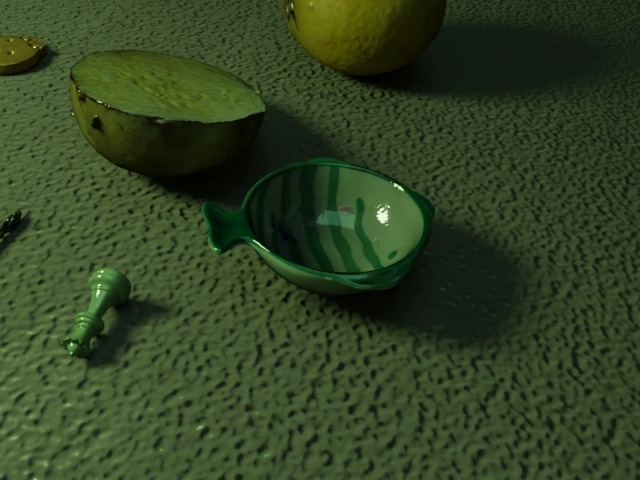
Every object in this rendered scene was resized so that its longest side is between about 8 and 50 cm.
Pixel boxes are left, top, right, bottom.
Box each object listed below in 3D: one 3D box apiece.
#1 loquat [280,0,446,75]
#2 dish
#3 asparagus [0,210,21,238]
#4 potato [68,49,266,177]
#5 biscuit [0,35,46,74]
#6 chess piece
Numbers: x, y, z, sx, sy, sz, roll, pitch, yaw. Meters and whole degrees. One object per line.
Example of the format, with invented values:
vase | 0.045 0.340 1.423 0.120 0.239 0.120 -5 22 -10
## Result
loquat | 0.055 -0.396 1.068 0.275 0.274 0.274 4 40 -3
dish | 0.000 0.000 0.736 0.246 0.078 0.224 -6 41 -16
asparagus | -0.356 0.019 0.716 0.013 0.016 0.166 -17 34 25
potato | -0.189 -0.151 0.865 0.239 0.115 0.299 0 29 -17
biscuit | -0.515 -0.278 1.035 0.184 0.027 0.133 -1 39 -9
chess piece | -0.215 0.072 0.654 0.042 0.042 0.093 10 45 4
